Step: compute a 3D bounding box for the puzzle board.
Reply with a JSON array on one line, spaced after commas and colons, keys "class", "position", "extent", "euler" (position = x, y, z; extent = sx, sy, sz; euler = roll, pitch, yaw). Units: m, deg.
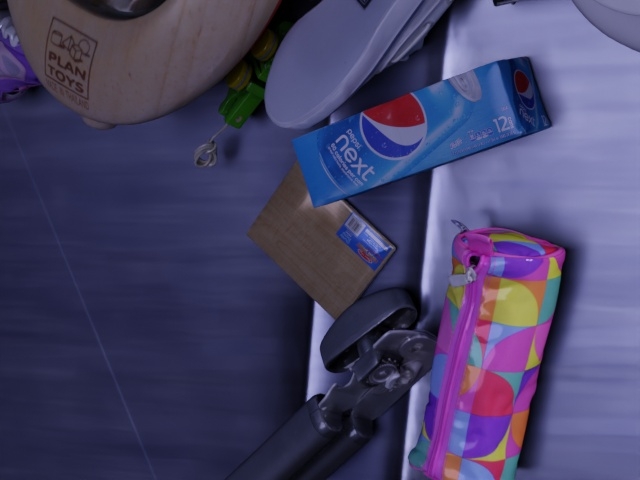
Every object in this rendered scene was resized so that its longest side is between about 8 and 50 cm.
[{"class": "puzzle board", "position": [0.000, 0.000, 1.289], "extent": [0.128, 0.011, 0.096], "euler": [43, 116, 15]}]

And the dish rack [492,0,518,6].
[{"class": "dish rack", "position": [0.154, -0.274, 1.009], "extent": [0.074, 0.271, 0.208], "euler": [3, 102, 14]}]

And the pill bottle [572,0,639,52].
[{"class": "pill bottle", "position": [0.266, -0.213, 0.915], "extent": [0.182, 0.323, 0.181], "euler": [6, 102, 29]}]

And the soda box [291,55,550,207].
[{"class": "soda box", "position": [0.085, -0.093, 1.188], "extent": [0.210, 0.071, 0.067], "euler": [-19, 90, 31]}]

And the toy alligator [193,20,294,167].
[{"class": "toy alligator", "position": [-0.063, -0.146, 1.277], "extent": [0.189, 0.056, 0.051], "euler": [-46, 35, 29]}]

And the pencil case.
[{"class": "pencil case", "position": [0.139, 0.101, 1.178], "extent": [0.104, 0.104, 0.236], "euler": [15, 107, 27]}]

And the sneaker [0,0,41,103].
[{"class": "sneaker", "position": [-0.308, -0.182, 1.390], "extent": [0.236, 0.095, 0.104], "euler": [23, 115, 30]}]

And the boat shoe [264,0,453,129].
[{"class": "boat shoe", "position": [0.056, -0.186, 1.178], "extent": [0.258, 0.084, 0.095], "euler": [-44, 54, 26]}]

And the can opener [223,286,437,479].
[{"class": "can opener", "position": [0.004, 0.157, 1.295], "extent": [0.283, 0.076, 0.095], "euler": [-46, 44, 28]}]

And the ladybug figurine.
[{"class": "ladybug figurine", "position": [-0.129, -0.310, 1.217], "extent": [0.305, 0.162, 0.449], "euler": [31, 113, 22]}]
